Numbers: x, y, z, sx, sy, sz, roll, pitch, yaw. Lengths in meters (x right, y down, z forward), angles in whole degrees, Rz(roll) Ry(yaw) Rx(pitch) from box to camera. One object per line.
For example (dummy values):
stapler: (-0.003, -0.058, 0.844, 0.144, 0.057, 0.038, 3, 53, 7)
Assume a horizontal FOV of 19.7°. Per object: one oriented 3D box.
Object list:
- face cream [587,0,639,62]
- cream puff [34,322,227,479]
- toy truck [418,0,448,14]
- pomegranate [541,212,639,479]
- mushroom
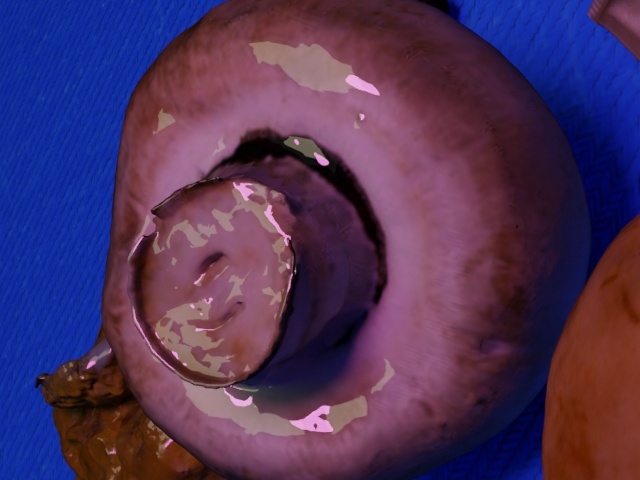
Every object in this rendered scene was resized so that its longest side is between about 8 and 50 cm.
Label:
face cream: (0.249, -0.126, 1.116, 0.341, 0.084, 0.137, -113, 40, -56)
cream puff: (-0.125, 0.105, 1.472, 0.282, 0.185, 0.282, -25, 58, 48)
toy truck: (0.026, -0.107, 1.424, 0.125, 0.101, 0.242, 156, 123, -65)
pomegranate: (0.249, 0.096, 0.782, 0.332, 0.332, 0.332, -31, 50, 47)
mushroom: (0.000, 0.000, 1.205, 0.352, 0.260, 0.352, 4, 98, 31)
